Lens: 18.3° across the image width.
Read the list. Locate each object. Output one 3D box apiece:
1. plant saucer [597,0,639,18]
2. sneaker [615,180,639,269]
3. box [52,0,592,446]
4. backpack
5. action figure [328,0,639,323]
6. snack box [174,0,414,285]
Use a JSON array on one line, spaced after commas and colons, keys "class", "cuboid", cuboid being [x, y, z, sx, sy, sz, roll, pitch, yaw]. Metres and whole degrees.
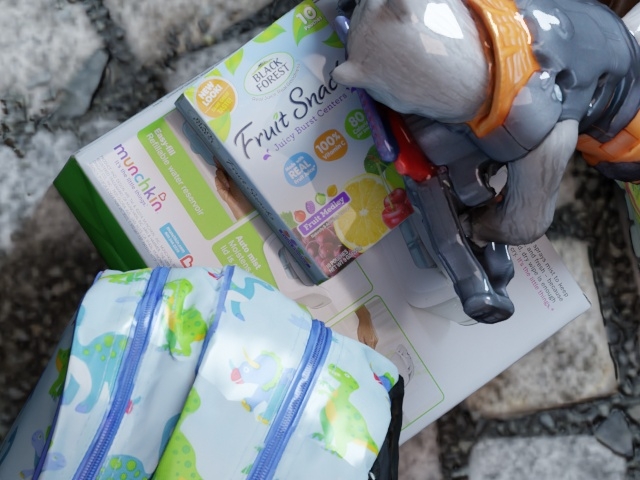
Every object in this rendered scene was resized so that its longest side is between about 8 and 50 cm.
[{"class": "plant saucer", "cuboid": [0.139, -0.178, 1.347, 0.168, 0.029, 0.168, 1, 70, -2]}, {"class": "sneaker", "cuboid": [0.235, -0.059, 1.354, 0.081, 0.094, 0.208, -28, 91, -13]}, {"class": "box", "cuboid": [0.000, 0.000, 1.271, 0.231, 0.127, 0.262, -35, 93, -15]}, {"class": "backpack", "cuboid": [-0.093, 0.188, 1.085, 0.273, 0.290, 0.355, 43, 103, -1]}, {"class": "action figure", "cuboid": [0.119, -0.144, 1.167, 0.330, 0.178, 0.341, -15, 78, -50]}, {"class": "snack box", "cuboid": [-0.005, -0.058, 1.193, 0.100, 0.037, 0.141, -38, 93, -16]}]
